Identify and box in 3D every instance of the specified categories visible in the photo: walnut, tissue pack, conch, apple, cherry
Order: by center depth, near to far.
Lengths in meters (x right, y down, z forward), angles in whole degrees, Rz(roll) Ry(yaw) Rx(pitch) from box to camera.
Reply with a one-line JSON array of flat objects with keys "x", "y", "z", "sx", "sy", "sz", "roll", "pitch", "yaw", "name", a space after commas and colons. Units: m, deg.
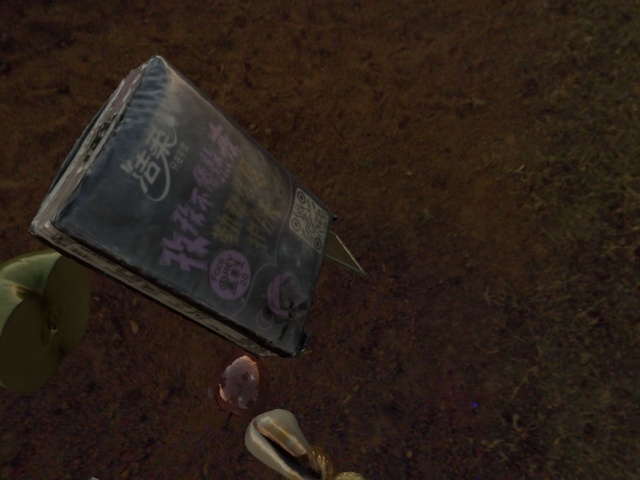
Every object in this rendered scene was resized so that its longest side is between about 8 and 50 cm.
[{"x": -0.140, "y": -0.028, "z": 0.659, "sx": 0.361, "sy": 0.122, "sz": 0.259, "roll": 38, "pitch": 55, "yaw": -36, "name": "tissue pack"}, {"x": -0.067, "y": 0.349, "z": 0.845, "sx": 0.094, "sy": 0.176, "sz": 0.105, "roll": 3, "pitch": 108, "yaw": -29, "name": "conch"}, {"x": -0.759, "y": 0.219, "z": 1.347, "sx": 0.320, "sy": 0.360, "sz": 0.312, "roll": -17, "pitch": 52, "yaw": -29, "name": "apple"}, {"x": -0.027, "y": 0.688, "z": 1.468, "sx": 0.155, "sy": 0.155, "sz": 0.184, "roll": 5, "pitch": 33, "yaw": -10, "name": "walnut"}, {"x": -0.267, "y": 0.497, "z": 1.671, "sx": 0.212, "sy": 0.236, "sz": 0.285, "roll": 25, "pitch": 47, "yaw": -9, "name": "cherry"}]

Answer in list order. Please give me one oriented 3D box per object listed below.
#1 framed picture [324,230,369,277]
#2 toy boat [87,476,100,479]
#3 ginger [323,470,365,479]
[{"x": 0.000, "y": 0.000, "z": 1.385, "sx": 0.274, "sy": 0.017, "sz": 0.217, "roll": 28, "pitch": 19, "yaw": -39, "name": "framed picture"}, {"x": -0.412, "y": 0.584, "z": 1.067, "sx": 0.141, "sy": 0.320, "sz": 0.092, "roll": 2, "pitch": 43, "yaw": 19, "name": "toy boat"}, {"x": -0.058, "y": 0.510, "z": 0.645, "sx": 0.122, "sy": 0.363, "sz": 0.348, "roll": 47, "pitch": 27, "yaw": -26, "name": "ginger"}]
